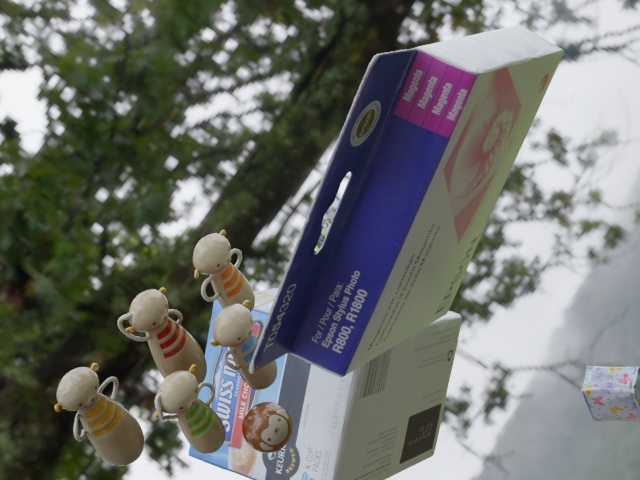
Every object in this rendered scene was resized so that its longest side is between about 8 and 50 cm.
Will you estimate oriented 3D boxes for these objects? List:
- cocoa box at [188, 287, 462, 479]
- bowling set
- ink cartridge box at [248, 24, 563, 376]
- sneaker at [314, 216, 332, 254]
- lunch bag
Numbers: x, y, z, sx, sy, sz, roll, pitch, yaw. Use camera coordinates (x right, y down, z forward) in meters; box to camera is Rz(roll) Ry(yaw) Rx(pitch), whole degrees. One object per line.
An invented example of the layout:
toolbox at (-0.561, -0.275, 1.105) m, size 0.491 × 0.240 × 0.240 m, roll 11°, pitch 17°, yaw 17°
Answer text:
cocoa box at (0.013, 0.197, 1.825) m, size 0.347 × 0.228 × 0.231 m, roll -6°, pitch -72°, yaw -62°
bowling set at (-0.117, 0.130, 1.400) m, size 0.287 × 0.200 × 0.154 m, roll -55°, pitch -36°, yaw -24°
ink cartridge box at (0.091, -0.034, 1.240) m, size 0.330 × 0.071 × 0.324 m, roll -26°, pitch -38°, yaw -58°
sneaker at (0.000, 0.000, 1.563) m, size 0.035 × 0.031 × 0.083 m, roll -50°, pitch 3°, yaw 28°
lunch bag at (0.372, 0.196, 1.642) m, size 0.083 × 0.071 × 0.053 m, roll 61°, pitch -141°, yaw -37°
